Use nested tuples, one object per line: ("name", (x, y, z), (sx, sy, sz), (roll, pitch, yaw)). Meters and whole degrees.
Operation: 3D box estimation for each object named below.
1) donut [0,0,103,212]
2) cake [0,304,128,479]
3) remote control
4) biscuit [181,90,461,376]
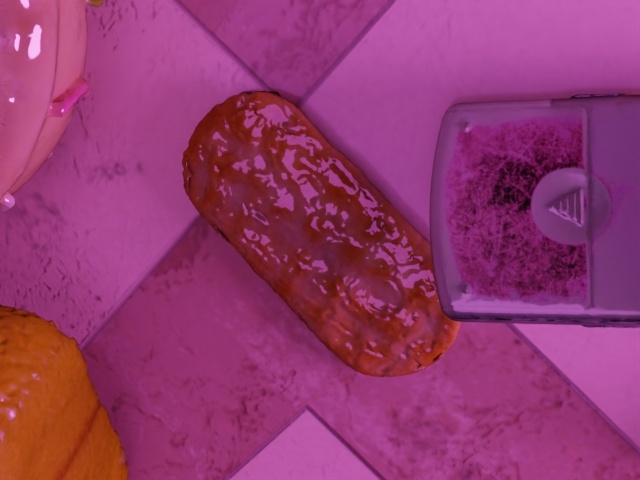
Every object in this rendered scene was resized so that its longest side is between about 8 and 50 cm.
("donut", (-0.306, -0.149, 0.492), (0.307, 0.150, 0.371), (42, 111, 1))
("cake", (-0.267, 0.171, 0.550), (0.179, 0.156, 0.260), (3, 127, 12))
("remote control", (0.239, -0.018, 0.428), (0.344, 0.050, 0.145), (1, 82, 14))
("biscuit", (0.000, 0.000, 0.523), (0.247, 0.029, 0.118), (46, 111, -2))
